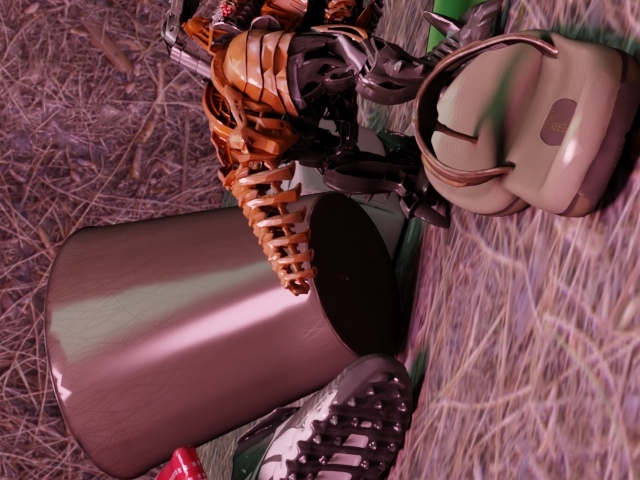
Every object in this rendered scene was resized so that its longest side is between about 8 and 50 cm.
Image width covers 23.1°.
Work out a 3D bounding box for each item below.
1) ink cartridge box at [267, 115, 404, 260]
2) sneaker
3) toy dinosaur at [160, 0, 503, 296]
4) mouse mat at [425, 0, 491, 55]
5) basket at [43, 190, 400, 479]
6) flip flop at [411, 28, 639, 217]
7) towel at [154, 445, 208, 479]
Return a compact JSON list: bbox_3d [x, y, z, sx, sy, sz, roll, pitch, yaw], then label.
[{"bbox_3d":[0.000,0.000,1.331,0.218,0.092,0.158,-95,20,-69],"label":"ink cartridge box"},{"bbox_3d":[-0.015,0.150,1.109,0.234,0.078,0.106,-61,33,32],"label":"sneaker"},{"bbox_3d":[-0.007,-0.096,1.082,0.164,0.218,0.321,126,153,-68],"label":"toy dinosaur"},{"bbox_3d":[0.110,-0.195,1.196,0.189,0.007,0.152,125,156,-70],"label":"mouse mat"},{"bbox_3d":[-0.069,0.054,1.165,0.227,0.154,0.204,-19,66,28],"label":"basket"},{"bbox_3d":[0.094,-0.066,0.850,0.277,0.080,0.112,-137,60,-80],"label":"flip flop"},{"bbox_3d":[-0.066,0.289,1.105,0.199,0.031,0.274,128,123,-69],"label":"towel"}]
